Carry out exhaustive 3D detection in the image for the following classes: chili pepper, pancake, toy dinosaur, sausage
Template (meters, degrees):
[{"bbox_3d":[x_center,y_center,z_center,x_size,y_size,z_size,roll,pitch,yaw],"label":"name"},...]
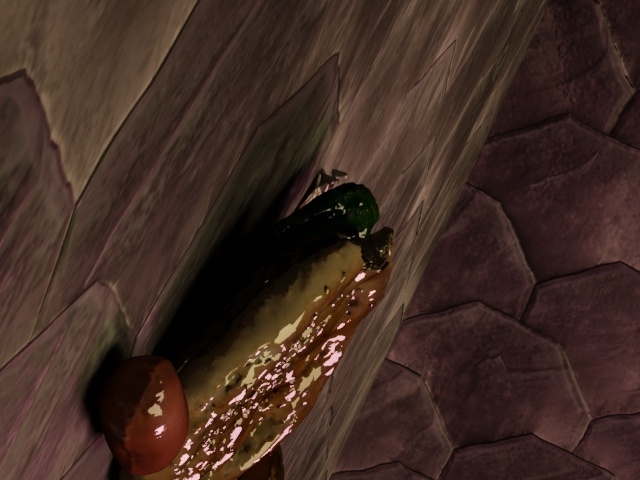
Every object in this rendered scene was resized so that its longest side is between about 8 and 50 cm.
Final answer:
[{"bbox_3d":[0.000,0.000,1.724,0.279,0.065,0.122,-37,168,-42],"label":"chili pepper"},{"bbox_3d":[-0.057,0.128,1.645,0.382,0.071,0.382,-44,166,-14],"label":"pancake"},{"bbox_3d":[-0.005,-0.028,1.854,0.220,0.032,0.108,-40,152,-70],"label":"toy dinosaur"},{"bbox_3d":[-0.144,0.145,1.391,0.077,0.077,0.194,-60,171,-18],"label":"sausage"}]

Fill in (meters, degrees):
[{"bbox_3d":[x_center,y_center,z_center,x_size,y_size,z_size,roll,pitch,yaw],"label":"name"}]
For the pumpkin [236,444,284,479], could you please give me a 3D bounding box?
[{"bbox_3d":[-0.109,0.405,2.170,0.258,0.095,0.290,-30,128,-68],"label":"pumpkin"}]
